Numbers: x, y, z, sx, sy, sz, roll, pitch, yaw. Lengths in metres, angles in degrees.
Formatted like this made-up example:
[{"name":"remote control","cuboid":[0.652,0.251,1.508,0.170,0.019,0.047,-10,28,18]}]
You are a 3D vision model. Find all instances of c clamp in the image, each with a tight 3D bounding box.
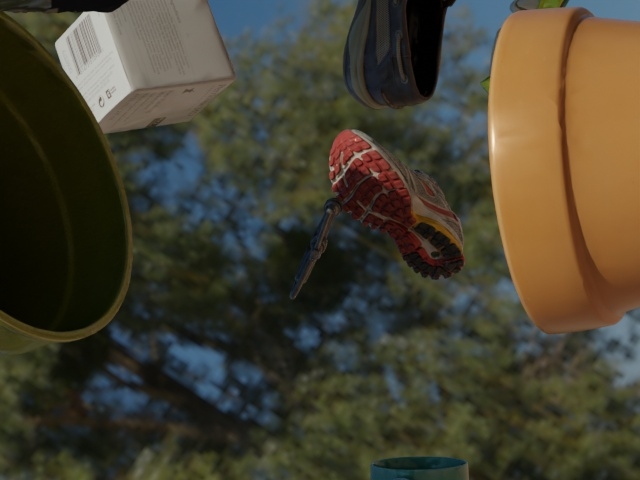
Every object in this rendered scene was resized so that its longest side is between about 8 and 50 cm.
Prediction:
[{"name":"c clamp","cuboid":[0.000,0.000,1.890,0.161,0.022,0.137,-71,5,-69]}]

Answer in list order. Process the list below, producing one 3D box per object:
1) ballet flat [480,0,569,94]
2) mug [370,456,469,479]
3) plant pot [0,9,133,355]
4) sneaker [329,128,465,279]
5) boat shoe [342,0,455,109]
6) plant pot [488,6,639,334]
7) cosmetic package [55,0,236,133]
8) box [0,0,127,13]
[{"name":"ballet flat","cuboid":[0.303,-0.310,2.413,0.231,0.077,0.077,-64,5,-2]},{"name":"mug","cuboid":[0.120,0.341,2.154,0.157,0.129,0.097,-2,-89,-37]},{"name":"plant pot","cuboid":[-0.440,-0.008,1.645,0.353,0.366,0.366,-25,-1,24]},{"name":"sneaker","cuboid":[0.092,-0.052,1.994,0.088,0.225,0.093,-27,29,29]},{"name":"boat shoe","cuboid":[0.126,-0.342,2.133,0.132,0.130,0.355,-8,-74,-51]},{"name":"plant pot","cuboid":[0.284,-0.068,1.430,0.291,0.203,0.291,-5,-90,-67]},{"name":"cosmetic package","cuboid":[-0.249,-0.256,2.345,0.183,0.151,0.151,-11,-14,-37]},{"name":"box","cuboid":[-0.242,-0.570,1.944,0.471,0.480,0.297,-18,-5,40]}]
